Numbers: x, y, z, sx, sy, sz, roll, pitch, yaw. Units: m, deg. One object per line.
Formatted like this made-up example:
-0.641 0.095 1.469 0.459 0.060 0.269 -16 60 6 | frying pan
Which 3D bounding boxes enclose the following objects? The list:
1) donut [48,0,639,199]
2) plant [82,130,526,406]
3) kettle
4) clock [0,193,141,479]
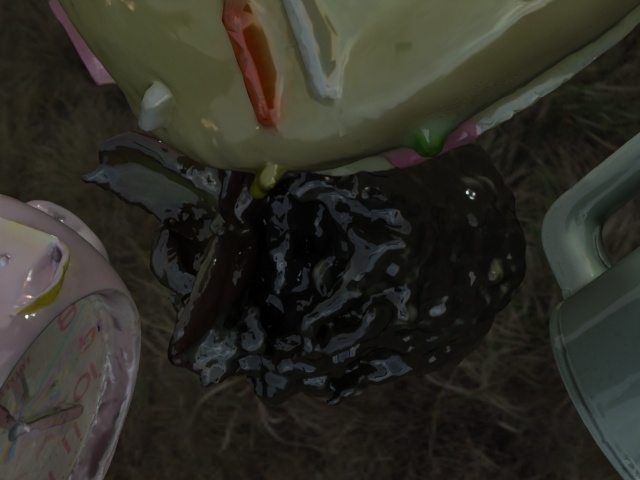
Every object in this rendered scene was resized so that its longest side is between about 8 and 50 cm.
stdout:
0.017 -0.170 0.440 0.307 0.150 0.371 -49 30 -4 | donut
0.000 0.000 0.685 0.178 0.233 0.204 -57 41 31 | plant
0.314 0.013 0.716 0.318 0.205 0.265 -40 82 27 | kettle
-0.315 0.144 0.911 0.250 0.377 0.368 20 52 15 | clock
